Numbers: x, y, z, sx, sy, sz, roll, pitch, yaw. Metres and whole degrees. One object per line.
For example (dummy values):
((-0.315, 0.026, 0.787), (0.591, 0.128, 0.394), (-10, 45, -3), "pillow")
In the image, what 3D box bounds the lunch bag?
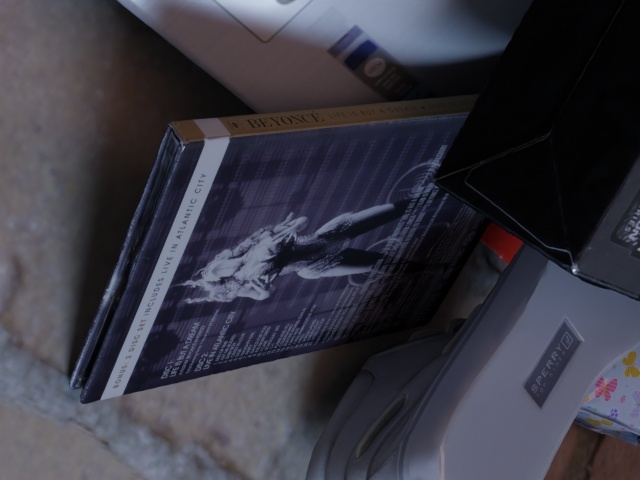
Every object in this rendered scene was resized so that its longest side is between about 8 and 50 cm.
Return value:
((0.179, 0.083, 0.817), (0.083, 0.053, 0.071), (22, 77, -27), "lunch bag")

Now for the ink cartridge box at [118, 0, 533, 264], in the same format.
((0.130, -0.133, 0.638), (0.308, 0.091, 0.385), (-42, 125, 15), "ink cartridge box")

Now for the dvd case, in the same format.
((0.000, 0.000, 0.630), (0.221, 0.018, 0.164), (-10, 141, -38), "dvd case")

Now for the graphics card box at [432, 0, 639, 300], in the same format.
((0.241, -0.063, 0.632), (0.371, 0.094, 0.232), (20, 104, -45), "graphics card box")

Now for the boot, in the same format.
((0.091, 0.050, 0.703), (0.258, 0.123, 0.095), (-45, 111, -33), "boot")
